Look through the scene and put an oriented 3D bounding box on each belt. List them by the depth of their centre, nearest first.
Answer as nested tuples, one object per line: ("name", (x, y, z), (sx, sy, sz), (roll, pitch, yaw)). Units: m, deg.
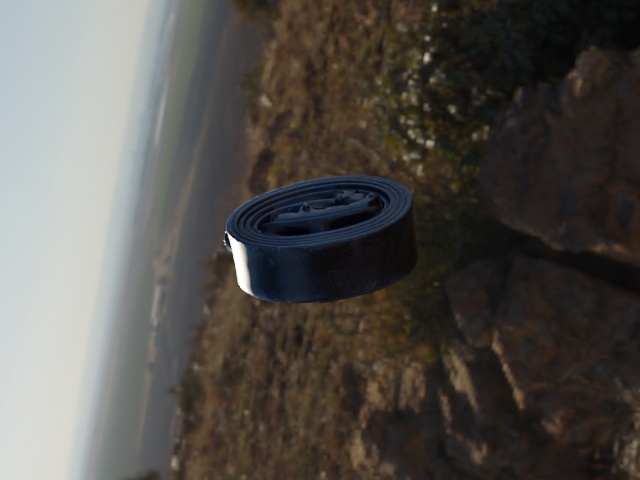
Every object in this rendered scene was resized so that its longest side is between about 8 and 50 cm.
("belt", (0.000, 0.000, 1.070), (0.141, 0.190, 0.082), (-103, 3, -61))
